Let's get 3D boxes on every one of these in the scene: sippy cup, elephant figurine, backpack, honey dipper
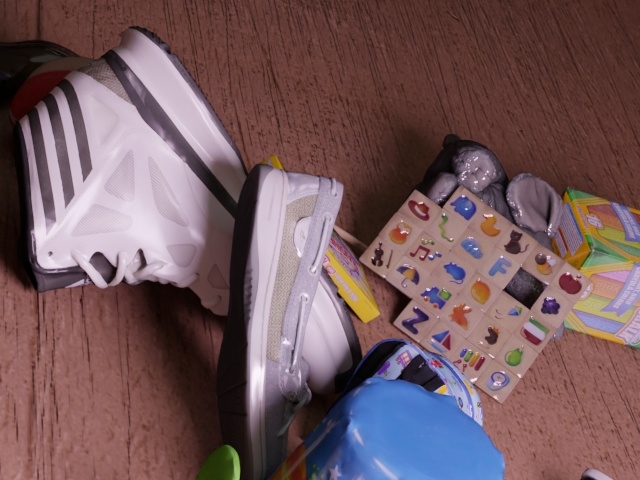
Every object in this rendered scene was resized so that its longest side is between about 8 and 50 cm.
[{"bbox_3d":[0.049,0.255,1.668,0.240,0.224,0.305,45,33,22],"label":"sippy cup"},{"bbox_3d":[0.229,-0.008,2.309,0.239,0.186,0.169,38,-13,-8],"label":"elephant figurine"},{"bbox_3d":[0.095,0.184,1.859,0.117,0.173,0.158,-5,44,-44],"label":"backpack"},{"bbox_3d":[0.054,0.010,2.222,0.160,0.030,0.030,33,31,9],"label":"honey dipper"}]

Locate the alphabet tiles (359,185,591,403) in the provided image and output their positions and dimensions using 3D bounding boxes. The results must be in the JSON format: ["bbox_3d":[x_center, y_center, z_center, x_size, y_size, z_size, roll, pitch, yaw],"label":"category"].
[{"bbox_3d":[0.173,0.050,2.167,0.237,0.009,0.198,36,68,8],"label":"alphabet tiles"}]

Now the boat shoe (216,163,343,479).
[{"bbox_3d":[-0.038,0.085,1.808,0.103,0.118,0.320,8,75,-16],"label":"boat shoe"}]

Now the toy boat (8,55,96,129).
[{"bbox_3d":[-0.245,-0.096,2.042,0.231,0.151,0.151,29,60,-3],"label":"toy boat"}]

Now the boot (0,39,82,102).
[{"bbox_3d":[-0.360,-0.179,2.110,0.219,0.082,0.106,14,44,-9],"label":"boot"}]

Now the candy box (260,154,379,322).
[{"bbox_3d":[0.000,0.000,2.088,0.206,0.027,0.105,50,15,-42],"label":"candy box"}]

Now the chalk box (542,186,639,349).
[{"bbox_3d":[0.388,0.043,2.357,0.213,0.132,0.132,15,34,-24],"label":"chalk box"}]

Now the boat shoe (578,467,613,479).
[{"bbox_3d":[0.340,0.362,1.880,0.091,0.114,0.302,-34,51,-9],"label":"boat shoe"}]

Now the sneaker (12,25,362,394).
[{"bbox_3d":[-0.163,0.024,1.929,0.447,0.257,0.169,55,-10,-7],"label":"sneaker"}]
